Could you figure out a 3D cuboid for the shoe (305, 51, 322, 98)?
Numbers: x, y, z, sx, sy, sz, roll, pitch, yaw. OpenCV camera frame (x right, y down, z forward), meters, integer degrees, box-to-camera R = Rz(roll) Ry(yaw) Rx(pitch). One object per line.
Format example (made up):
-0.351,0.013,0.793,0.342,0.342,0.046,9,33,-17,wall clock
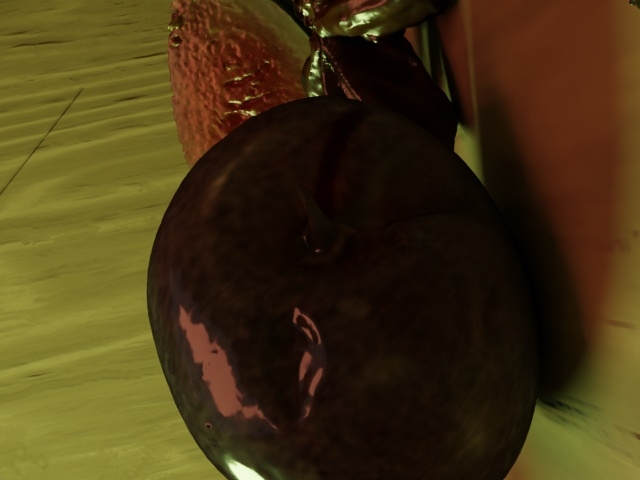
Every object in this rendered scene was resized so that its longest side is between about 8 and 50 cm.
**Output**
0.010,-0.018,0.721,0.079,0.078,0.195,59,-172,-54,shoe

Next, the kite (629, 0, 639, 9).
0.084,-0.046,0.314,0.044,0.002,0.078,84,172,-49,kite

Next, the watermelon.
-0.032,-0.065,0.903,0.063,0.119,0.245,-85,-13,-65,watermelon

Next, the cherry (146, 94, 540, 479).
0.010,0.032,0.542,0.176,0.140,0.176,63,176,9,cherry

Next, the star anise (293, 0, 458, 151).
0.018,-0.096,0.620,0.168,0.057,0.168,169,90,-86,star anise
